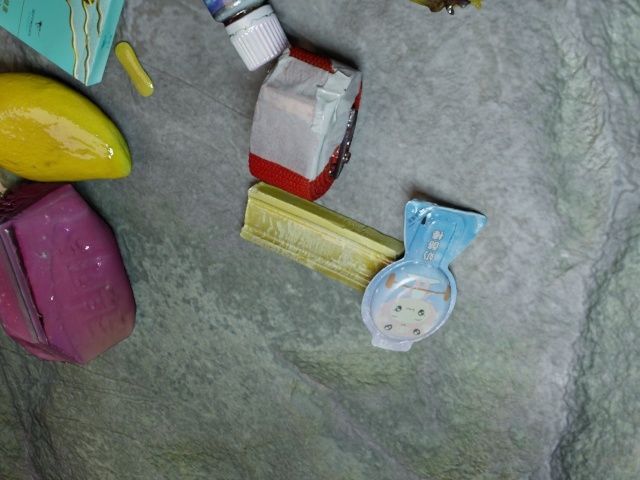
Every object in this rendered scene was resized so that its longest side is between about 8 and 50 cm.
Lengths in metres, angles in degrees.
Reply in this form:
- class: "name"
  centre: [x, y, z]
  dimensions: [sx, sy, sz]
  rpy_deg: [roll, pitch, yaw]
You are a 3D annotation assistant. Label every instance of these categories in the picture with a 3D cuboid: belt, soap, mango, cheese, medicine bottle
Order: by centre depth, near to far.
- class: "medicine bottle"
  centre: [-0.114, -0.328, 1.126]
  dimensions: [0.083, 0.083, 0.203]
  rpy_deg: [-25, 101, 35]
- class: "belt"
  centre: [-0.012, -0.150, 1.130]
  dimensions: [0.124, 0.128, 0.201]
  rpy_deg: [25, 127, 15]
- class: "cheese"
  centre: [0.135, 0.057, 1.180]
  dimensions: [0.135, 0.052, 0.245]
  rpy_deg: [11, 120, -15]
- class: "soap"
  centre: [0.000, 0.000, 1.255]
  dimensions: [0.252, 0.037, 0.092]
  rpy_deg: [25, 122, 16]
- class: "soap"
  centre: [-0.284, -0.261, 1.293]
  dimensions: [0.034, 0.012, 0.089]
  rpy_deg: [-26, 100, 35]
- class: "mango"
  centre: [-0.442, -0.174, 1.359]
  dimensions: [0.316, 0.119, 0.177]
  rpy_deg: [18, 120, 13]
- class: "soap"
  centre: [-0.433, 0.067, 1.404]
  dimensions: [0.127, 0.220, 0.325]
  rpy_deg: [11, 123, 31]

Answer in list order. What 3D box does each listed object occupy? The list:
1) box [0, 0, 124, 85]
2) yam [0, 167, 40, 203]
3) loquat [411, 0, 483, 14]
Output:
- class: "box"
  centre: [-0.413, -0.364, 1.294]
  dimensions: [0.229, 0.041, 0.162]
  rpy_deg: [34, 126, 10]
- class: "yam"
  centre: [-0.597, -0.165, 1.462]
  dimensions: [0.259, 0.093, 0.093]
  rpy_deg: [47, 126, -1]
- class: "loquat"
  centre: [0.138, -0.351, 0.940]
  dimensions: [0.172, 0.149, 0.205]
  rpy_deg: [-1, 99, 30]
